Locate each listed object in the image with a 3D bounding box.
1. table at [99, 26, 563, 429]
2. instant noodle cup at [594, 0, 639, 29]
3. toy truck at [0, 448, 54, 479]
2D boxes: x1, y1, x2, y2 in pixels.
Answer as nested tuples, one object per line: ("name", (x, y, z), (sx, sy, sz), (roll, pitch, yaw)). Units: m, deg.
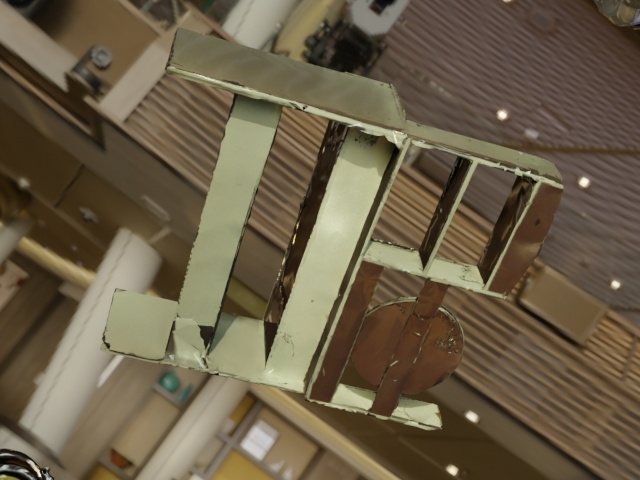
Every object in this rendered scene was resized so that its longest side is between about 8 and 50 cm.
("table", (0.000, 0.000, 0.426), (0.175, 0.146, 0.062), (14, 29, -11))
("instant noodle cup", (0.206, -0.192, 0.499), (0.208, 0.125, 0.178), (-91, 162, -67))
("toy truck", (-0.254, 0.205, 0.470), (0.127, 0.257, 0.127), (-43, -117, 60))
